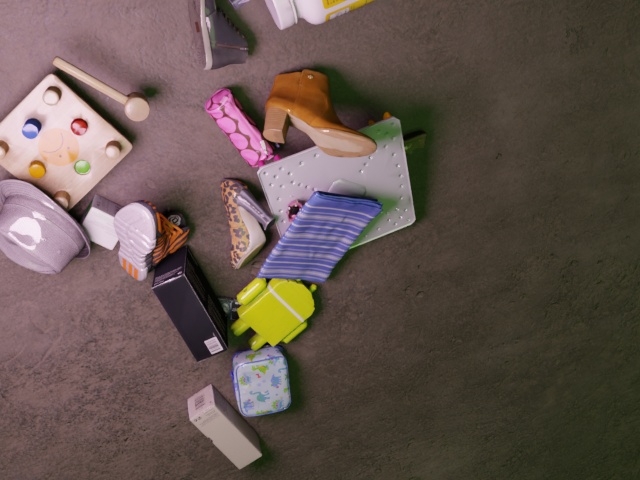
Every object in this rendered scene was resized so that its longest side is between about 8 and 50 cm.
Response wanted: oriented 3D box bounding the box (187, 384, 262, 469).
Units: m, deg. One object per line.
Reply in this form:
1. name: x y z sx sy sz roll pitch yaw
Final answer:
1. box: -0.300 0.588 2.134 0.094 0.113 0.275 -33 118 2

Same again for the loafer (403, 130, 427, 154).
1. loafer: 0.233 -0.263 1.896 0.148 0.056 0.050 -18 112 -6

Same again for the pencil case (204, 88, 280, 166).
1. pencil case: -0.203 -0.289 1.739 0.095 0.098 0.209 -43 119 -5

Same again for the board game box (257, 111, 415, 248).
1. board game box: 0.054 -0.128 1.861 0.390 0.050 0.390 -21 135 -4

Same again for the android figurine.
1. android figurine: -0.132 0.206 2.015 0.273 0.056 0.248 -43 123 2

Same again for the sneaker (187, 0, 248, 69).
1. sneaker: -0.246 -0.530 1.634 0.118 0.083 0.222 -15 113 -29

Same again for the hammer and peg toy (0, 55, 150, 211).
1. hammer and peg toy: -0.597 -0.270 1.624 0.361 0.127 0.266 -43 116 7

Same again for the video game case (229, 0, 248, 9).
1. video game case: -0.119 -0.652 1.532 0.274 0.196 0.026 -36 139 3

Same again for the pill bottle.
1. pill bottle: 0.031 -0.626 1.587 0.334 0.188 0.188 -24 119 -3

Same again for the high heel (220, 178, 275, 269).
1. high heel: -0.238 -0.045 1.883 0.186 0.093 0.261 45 133 11

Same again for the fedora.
1. fedora: -0.701 -0.011 1.654 0.244 0.124 0.275 4 143 30

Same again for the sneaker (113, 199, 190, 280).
1. sneaker: -0.423 -0.038 1.732 0.124 0.321 0.180 41 57 5

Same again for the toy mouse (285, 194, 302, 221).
1. toy mouse: -0.049 -0.069 1.809 0.161 0.031 0.143 27 115 -41

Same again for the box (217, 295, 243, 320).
1. box: -0.271 0.201 2.004 0.083 0.018 0.067 13 112 -20

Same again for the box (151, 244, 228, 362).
1. box: -0.353 0.173 1.862 0.103 0.184 0.261 -23 115 4

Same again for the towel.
1. towel: 0.000 0.000 1.855 0.243 0.040 0.336 6 133 -39

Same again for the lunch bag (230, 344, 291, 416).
1. lunch bag: -0.186 0.434 2.101 0.176 0.090 0.219 -10 117 -12

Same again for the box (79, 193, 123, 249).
1. box: -0.562 -0.049 1.755 0.102 0.101 0.087 28 106 -23

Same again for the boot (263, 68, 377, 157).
1. boot: 0.009 -0.327 1.690 0.295 0.211 0.104 10 151 4
